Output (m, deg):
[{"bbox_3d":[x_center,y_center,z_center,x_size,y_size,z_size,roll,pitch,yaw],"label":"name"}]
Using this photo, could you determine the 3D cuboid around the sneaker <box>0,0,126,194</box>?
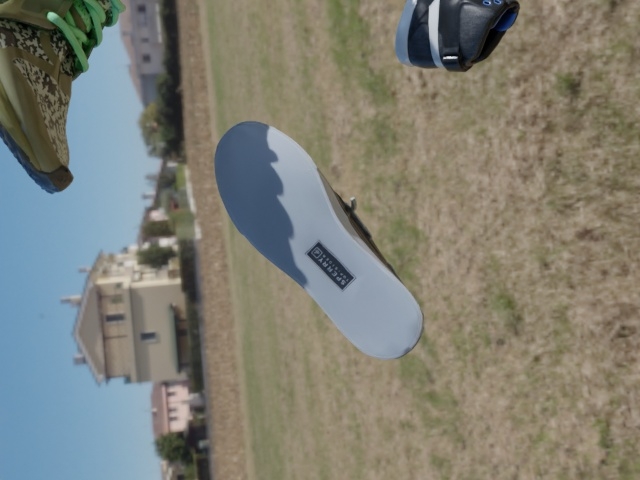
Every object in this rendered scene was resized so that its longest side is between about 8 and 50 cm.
[{"bbox_3d":[-0.249,-0.244,0.737,0.158,0.182,0.410,92,165,-70],"label":"sneaker"}]

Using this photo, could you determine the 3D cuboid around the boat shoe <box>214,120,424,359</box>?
[{"bbox_3d":[0.003,-0.003,0.851,0.306,0.113,0.105,44,-175,6],"label":"boat shoe"}]

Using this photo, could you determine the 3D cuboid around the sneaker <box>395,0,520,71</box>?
[{"bbox_3d":[0.165,-0.288,0.828,0.079,0.121,0.216,-6,-69,-57],"label":"sneaker"}]
